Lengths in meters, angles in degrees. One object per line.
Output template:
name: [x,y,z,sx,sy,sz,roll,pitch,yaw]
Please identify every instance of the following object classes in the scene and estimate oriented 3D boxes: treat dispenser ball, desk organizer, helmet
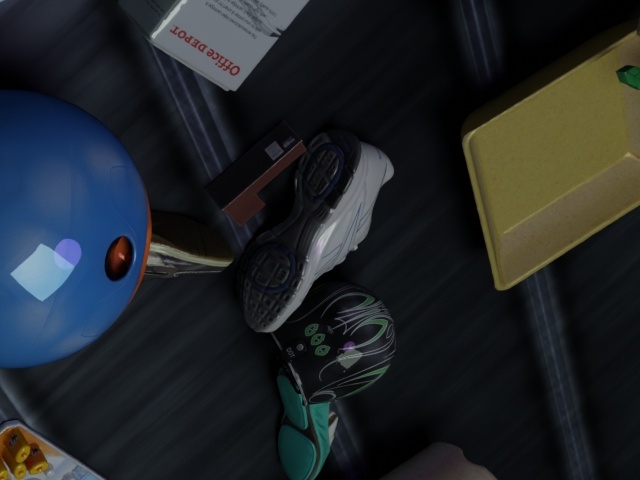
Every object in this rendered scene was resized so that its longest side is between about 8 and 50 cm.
treat dispenser ball: [-0.319,-0.012,1.632,0.288,0.288,0.288,-21,136,-22]
desk organizer: [-0.073,-0.081,1.951,0.130,0.047,0.050,-41,142,0]
helmet: [0.022,0.132,2.123,0.161,0.169,0.169,-27,138,-8]

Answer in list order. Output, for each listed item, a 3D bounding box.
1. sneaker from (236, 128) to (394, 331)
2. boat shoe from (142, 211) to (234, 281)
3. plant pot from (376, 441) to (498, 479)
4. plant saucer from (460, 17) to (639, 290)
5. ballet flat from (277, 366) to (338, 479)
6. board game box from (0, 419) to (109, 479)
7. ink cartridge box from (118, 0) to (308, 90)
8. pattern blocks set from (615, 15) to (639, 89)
sneaker: [0.000,0.000,2.039,0.129,0.111,0.297,11,119,-49]
boat shoe: [-0.211,0.012,1.907,0.223,0.080,0.073,11,124,-37]
plant pot: [0.141,0.486,2.448,0.305,0.334,0.334,-39,141,-22]
plant saucer: [0.336,-0.132,2.201,0.333,0.081,0.332,-32,138,-11]
ballet flat: [-0.011,0.253,2.273,0.087,0.083,0.247,-35,143,-29]
board game box: [-0.439,0.456,2.138,0.390,0.050,0.390,-42,140,0]
ink cartridge box: [-0.095,-0.286,1.720,0.208,0.087,0.153,-50,139,9]
pattern blocks set: [0.467,-0.339,2.069,0.285,0.026,0.325,29,80,-47]
